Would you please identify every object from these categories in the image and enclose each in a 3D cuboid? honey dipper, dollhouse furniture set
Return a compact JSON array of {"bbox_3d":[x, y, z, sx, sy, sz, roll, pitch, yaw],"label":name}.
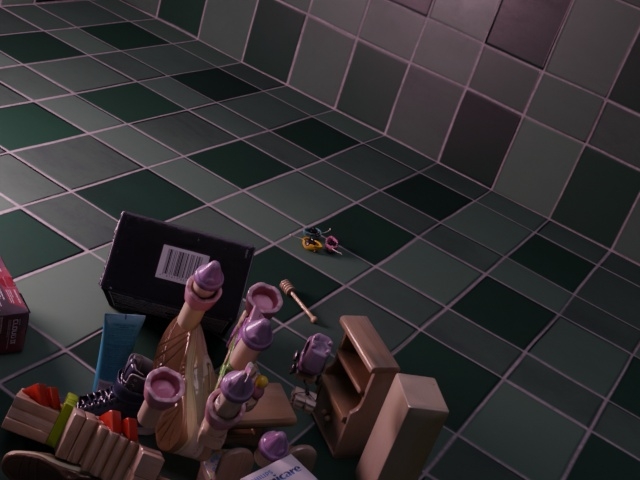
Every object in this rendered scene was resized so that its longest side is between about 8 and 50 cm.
[{"bbox_3d":[-0.054,0.160,2.306,0.030,0.031,0.161,-5,37,-38],"label":"honey dipper"},{"bbox_3d":[-0.078,0.302,1.785,0.394,0.257,0.362,4,31,-27],"label":"dollhouse furniture set"}]

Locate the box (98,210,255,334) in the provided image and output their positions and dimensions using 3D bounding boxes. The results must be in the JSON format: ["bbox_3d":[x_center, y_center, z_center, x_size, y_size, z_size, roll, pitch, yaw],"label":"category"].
[{"bbox_3d":[-0.320,0.080,1.974,0.296,0.183,0.294,16,-15,-7],"label":"box"}]

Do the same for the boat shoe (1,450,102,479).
[{"bbox_3d":[-0.468,0.409,1.565,0.189,0.068,0.072,24,11,-16],"label":"boat shoe"}]

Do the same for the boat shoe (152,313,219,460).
[{"bbox_3d":[-0.244,0.270,1.656,0.098,0.109,0.302,33,34,-36],"label":"boat shoe"}]

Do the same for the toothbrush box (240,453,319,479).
[{"bbox_3d":[-0.021,0.535,1.440,0.295,0.216,0.126,38,33,31],"label":"toothbrush box"}]

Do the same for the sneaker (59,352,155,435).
[{"bbox_3d":[-0.413,0.290,1.702,0.226,0.164,0.086,7,31,-19],"label":"sneaker"}]

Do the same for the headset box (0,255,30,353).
[{"bbox_3d":[-0.752,0.137,1.820,0.293,0.110,0.218,-4,36,-37],"label":"headset box"}]

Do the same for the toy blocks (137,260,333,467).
[{"bbox_3d":[-0.114,0.196,1.514,0.308,0.260,0.289,23,46,-8],"label":"toy blocks"}]

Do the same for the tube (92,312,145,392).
[{"bbox_3d":[-0.410,0.230,1.760,0.080,0.207,0.052,4,32,-30],"label":"tube"}]

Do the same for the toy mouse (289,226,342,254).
[{"bbox_3d":[0.000,0.000,2.630,0.161,0.031,0.143,24,28,9],"label":"toy mouse"}]

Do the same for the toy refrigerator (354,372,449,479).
[{"bbox_3d":[0.159,0.401,1.739,0.094,0.270,0.102,10,28,-17],"label":"toy refrigerator"}]

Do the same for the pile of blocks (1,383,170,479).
[{"bbox_3d":[-0.400,0.345,1.595,0.362,0.113,0.149,26,-1,12],"label":"pile of blocks"}]
